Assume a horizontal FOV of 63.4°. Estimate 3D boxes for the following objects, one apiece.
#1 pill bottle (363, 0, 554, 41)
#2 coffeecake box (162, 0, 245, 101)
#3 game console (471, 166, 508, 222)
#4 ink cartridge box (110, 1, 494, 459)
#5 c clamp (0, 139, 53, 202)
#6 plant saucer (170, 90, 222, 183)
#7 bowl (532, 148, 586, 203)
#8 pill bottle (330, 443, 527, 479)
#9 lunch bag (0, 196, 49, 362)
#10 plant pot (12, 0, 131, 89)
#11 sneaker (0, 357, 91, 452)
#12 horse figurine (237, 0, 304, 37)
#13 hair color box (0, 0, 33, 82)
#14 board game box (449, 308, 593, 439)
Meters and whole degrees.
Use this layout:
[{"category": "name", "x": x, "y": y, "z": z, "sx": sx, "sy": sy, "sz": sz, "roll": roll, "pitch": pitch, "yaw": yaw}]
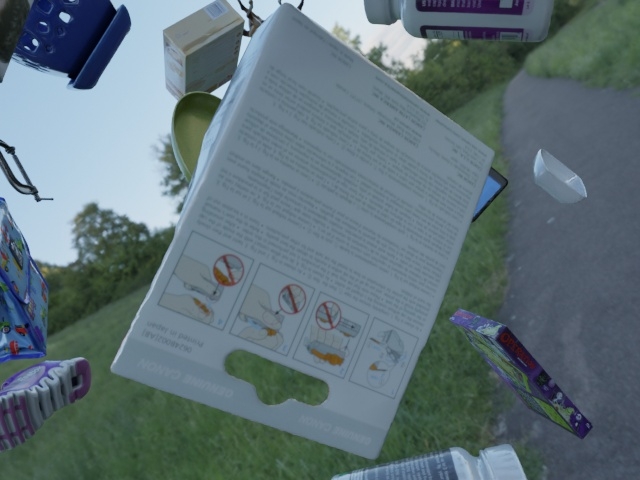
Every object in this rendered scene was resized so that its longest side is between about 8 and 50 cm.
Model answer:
[{"category": "pill bottle", "x": 0.231, "y": -0.424, "z": 0.863, "sx": 0.169, "sy": 0.301, "sz": 0.170, "roll": 10, "pitch": -90, "yaw": -71}, {"category": "coffeecake box", "x": -0.232, "y": -0.364, "z": 1.025, "sx": 0.142, "sy": 0.068, "sz": 0.185, "roll": -42, "pitch": -3, "yaw": -22}, {"category": "game console", "x": 0.322, "y": -0.119, "z": 1.110, "sx": 0.122, "sy": 0.107, "sz": 0.071, "roll": -49, "pitch": 47, "yaw": 7}, {"category": "ink cartridge box", "x": 0.000, "y": 0.000, "z": 0.563, "sx": 0.091, "sy": 0.308, "sz": 0.385, "roll": 4, "pitch": 68, "yaw": 64}, {"category": "c clamp", "x": -0.660, "y": -0.152, "z": 1.127, "sx": 0.022, "sy": 0.161, "sz": 0.137, "roll": -28, "pitch": 8, "yaw": 0}, {"category": "plant saucer", "x": -0.170, "y": -0.141, "z": 0.898, "sx": 0.037, "sy": 0.241, "sz": 0.241, "roll": -25, "pitch": 15, "yaw": 28}, {"category": "bowl", "x": 0.584, "y": -0.153, "z": 1.288, "sx": 0.053, "sy": 0.142, "sz": 0.142, "roll": -51, "pitch": 5, "yaw": 36}, {"category": "pill bottle", "x": 0.209, "y": 0.512, "z": 0.978, "sx": 0.360, "sy": 0.205, "sz": 0.204, "roll": -17, "pitch": 9, "yaw": 7}, {"category": "lunch bag", "x": -0.648, "y": 0.069, "z": 1.044, "sx": 0.221, "sy": 0.138, "sz": 0.294, "roll": -121, "pitch": 31, "yaw": -47}, {"category": "plant pot", "x": -0.548, "y": -0.453, "z": 1.104, "sx": 0.236, "sy": 0.212, "sz": 0.236, "roll": -60, "pitch": 32, "yaw": -4}, {"category": "sneaker", "x": -0.516, "y": 0.274, "z": 0.893, "sx": 0.236, "sy": 0.104, "sz": 0.095, "roll": -33, "pitch": -53, "yaw": -66}, {"category": "horse figurine", "x": -0.129, "y": -0.582, "z": 1.381, "sx": 0.175, "sy": 0.262, "sz": 0.066, "roll": 75, "pitch": -164, "yaw": -62}, {"category": "hair color box", "x": -0.519, "y": -0.390, "z": 0.626, "sx": 0.375, "sy": 0.113, "sz": 0.186, "roll": 85, "pitch": -173, "yaw": -65}, {"category": "board game box", "x": 0.478, "y": 0.316, "z": 1.255, "sx": 0.056, "sy": 0.347, "sz": 0.208, "roll": -46, "pitch": 13, "yaw": -12}]
